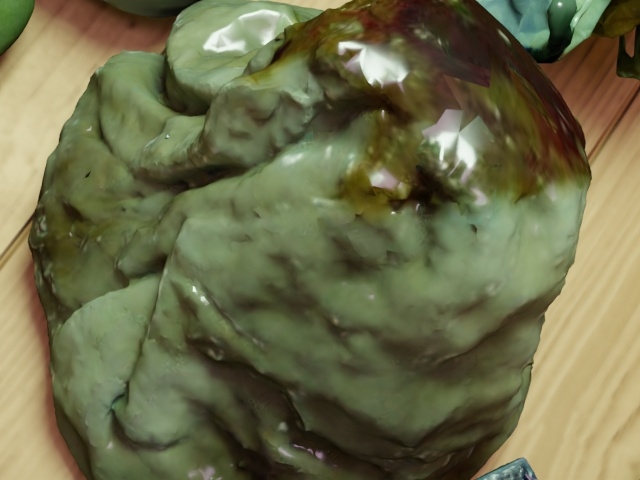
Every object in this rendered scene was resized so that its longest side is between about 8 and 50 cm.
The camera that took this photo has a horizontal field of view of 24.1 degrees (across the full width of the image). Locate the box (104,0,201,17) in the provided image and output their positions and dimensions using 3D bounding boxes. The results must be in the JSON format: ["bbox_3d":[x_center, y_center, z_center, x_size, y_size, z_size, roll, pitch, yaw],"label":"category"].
[{"bbox_3d":[-0.144,-0.375,0.892,0.396,0.111,0.396,31,69,-3],"label":"box"}]

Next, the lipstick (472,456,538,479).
[{"bbox_3d":[-0.037,0.179,0.637,0.312,0.051,0.051,-21,79,-22],"label":"lipstick"}]

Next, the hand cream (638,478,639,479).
[{"bbox_3d":[0.182,0.174,0.869,0.256,0.055,0.088,-23,87,-24],"label":"hand cream"}]

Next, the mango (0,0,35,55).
[{"bbox_3d":[-0.283,-0.157,0.809,0.251,0.114,0.156,28,61,-18],"label":"mango"}]

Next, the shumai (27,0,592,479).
[{"bbox_3d":[0.000,0.000,0.753,0.309,0.263,0.304,39,69,-2],"label":"shumai"}]

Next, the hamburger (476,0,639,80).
[{"bbox_3d":[0.195,-0.193,0.889,0.276,0.260,0.150,-43,116,13],"label":"hamburger"}]
